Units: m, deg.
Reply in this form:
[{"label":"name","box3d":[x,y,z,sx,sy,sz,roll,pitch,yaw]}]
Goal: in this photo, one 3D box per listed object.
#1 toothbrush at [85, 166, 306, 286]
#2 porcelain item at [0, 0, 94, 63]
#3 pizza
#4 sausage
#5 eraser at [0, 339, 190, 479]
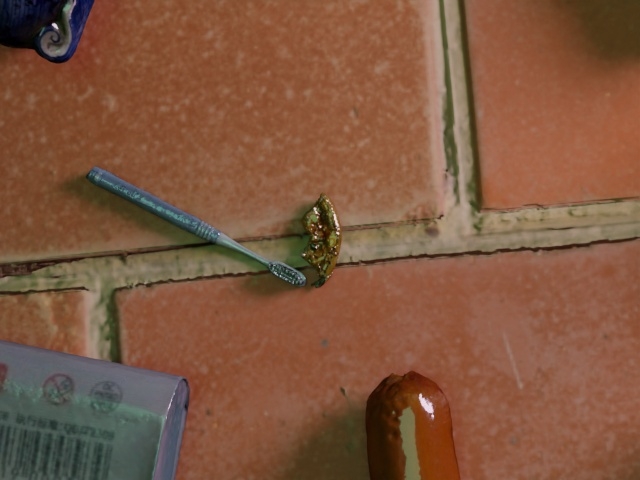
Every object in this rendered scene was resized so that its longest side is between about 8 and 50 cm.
[{"label":"toothbrush","box3d":[-0.110,-0.012,1.087,0.219,0.019,0.016,28,94,9]},{"label":"porcelain item","box3d":[-0.334,-0.231,1.083,0.287,0.138,0.186,13,97,10]},{"label":"pizza","box3d":[0.000,0.000,1.072,0.037,0.016,0.083,2,87,14]},{"label":"sausage","box3d":[0.079,0.206,1.014,0.076,0.076,0.198,-9,82,7]},{"label":"eraser","box3d":[-0.239,0.181,1.057,0.226,0.081,0.174,10,90,8]}]
